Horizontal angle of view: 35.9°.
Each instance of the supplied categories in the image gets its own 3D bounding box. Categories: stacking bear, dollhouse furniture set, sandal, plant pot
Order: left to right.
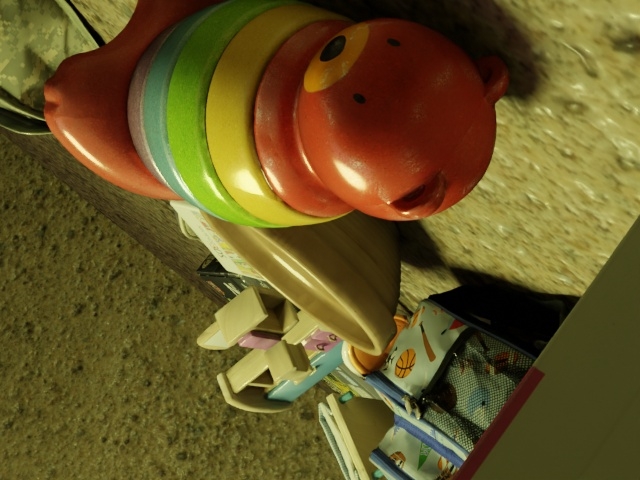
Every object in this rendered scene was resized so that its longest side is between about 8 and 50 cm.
[{"bbox_3d":[-0.016,-0.082,0.625,0.289,0.175,0.164,15,152,49],"label":"stacking bear"},{"bbox_3d":[-0.008,0.252,1.278,0.286,0.198,0.303,16,-140,-50],"label":"dollhouse furniture set"},{"bbox_3d":[0.000,0.000,0.988,0.237,0.109,0.237,37,168,9],"label":"plant pot"},{"bbox_3d":[0.145,0.174,1.262,0.265,0.102,0.076,36,171,-28],"label":"sandal"}]

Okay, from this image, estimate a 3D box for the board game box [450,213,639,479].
[{"bbox_3d":[0.184,0.115,0.539,0.098,0.224,0.303,32,166,29],"label":"board game box"}]

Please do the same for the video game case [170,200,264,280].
[{"bbox_3d":[-0.059,0.014,1.284,0.227,0.026,0.206,13,158,24],"label":"video game case"}]

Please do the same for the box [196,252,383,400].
[{"bbox_3d":[-0.005,0.148,1.631,0.395,0.097,0.318,43,166,-14],"label":"box"}]

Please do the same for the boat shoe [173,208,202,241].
[{"bbox_3d":[-0.209,-0.045,1.596,0.065,0.075,0.206,33,172,16],"label":"boat shoe"}]

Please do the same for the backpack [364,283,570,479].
[{"bbox_3d":[0.171,0.174,0.907,0.276,0.213,0.263,43,179,-32],"label":"backpack"}]

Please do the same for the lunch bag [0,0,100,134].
[{"bbox_3d":[-0.390,-0.235,1.212,0.235,0.169,0.287,26,170,40],"label":"lunch bag"}]
